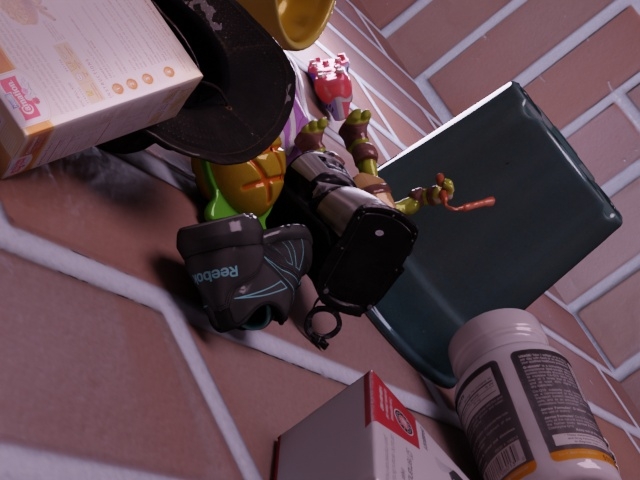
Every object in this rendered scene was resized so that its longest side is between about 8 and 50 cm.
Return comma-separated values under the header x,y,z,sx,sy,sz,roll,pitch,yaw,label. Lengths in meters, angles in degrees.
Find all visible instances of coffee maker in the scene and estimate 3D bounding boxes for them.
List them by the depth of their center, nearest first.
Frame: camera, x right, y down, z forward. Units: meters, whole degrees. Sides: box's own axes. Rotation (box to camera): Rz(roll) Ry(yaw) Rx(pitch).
x,y,z,sx,sy,sz,roll,pitch,yaw,label
0.000,0.000,1.473,0.120,0.171,0.178,51,-5,-36,coffee maker

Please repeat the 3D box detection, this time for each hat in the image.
x,y,z,sx,sy,sz,roll,pitch,yaw,label
-0.183,-0.171,1.282,0.331,0.134,0.331,30,36,-25,hat

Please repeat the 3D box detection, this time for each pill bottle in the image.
x,y,z,sx,sy,sz,roll,pitch,yaw,label
0.261,0.230,1.628,0.162,0.162,0.278,41,23,-41,pill bottle

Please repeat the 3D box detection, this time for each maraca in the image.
x,y,z,sx,sy,sz,roll,pitch,yaw,label
-0.090,-0.069,1.424,0.127,0.099,0.185,26,53,-45,maraca

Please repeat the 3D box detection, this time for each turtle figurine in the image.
x,y,z,sx,sy,sz,roll,pitch,yaw,label
0.070,-0.064,1.662,0.087,0.269,0.217,98,-31,-62,turtle figurine

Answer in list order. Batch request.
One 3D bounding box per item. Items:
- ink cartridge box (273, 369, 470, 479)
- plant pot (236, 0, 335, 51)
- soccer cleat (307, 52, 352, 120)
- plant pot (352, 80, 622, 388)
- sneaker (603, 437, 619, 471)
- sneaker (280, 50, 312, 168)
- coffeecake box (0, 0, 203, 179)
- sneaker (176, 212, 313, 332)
x,y,z,sx,sy,sz,roll,pitch,yaw,label
0.087,0.273,1.081,0.273,0.114,0.197,50,13,-14,ink cartridge box
-0.119,-0.401,1.771,0.239,0.254,0.254,12,1,19,plant pot
0.023,-0.294,2.441,0.248,0.083,0.095,-99,178,-73,soccer cleat
0.216,-0.027,1.812,0.341,0.334,0.341,47,15,-16,plant pot
0.371,0.298,2.003,0.279,0.107,0.118,58,5,14,sneaker
-0.097,-0.216,1.764,0.161,0.102,0.282,31,25,-50,sneaker
-0.216,-0.150,1.068,0.185,0.068,0.142,-26,77,-41,coffeecake box
-0.069,0.038,1.270,0.267,0.101,0.106,7,69,-73,sneaker
